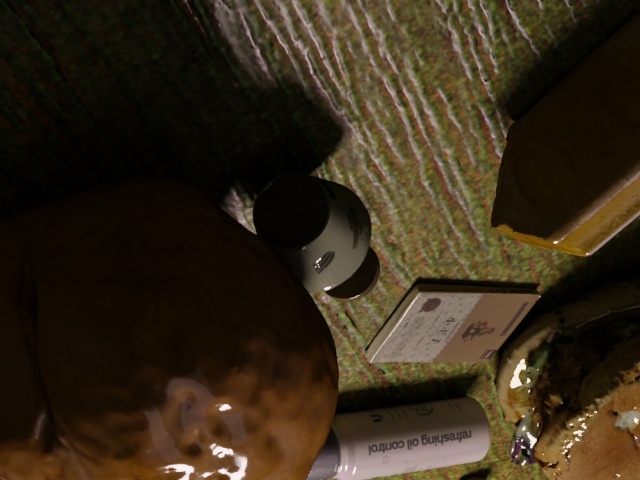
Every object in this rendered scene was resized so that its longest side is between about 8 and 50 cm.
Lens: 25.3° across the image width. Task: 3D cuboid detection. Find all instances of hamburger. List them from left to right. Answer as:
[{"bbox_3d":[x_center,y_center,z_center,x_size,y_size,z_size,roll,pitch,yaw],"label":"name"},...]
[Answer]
[{"bbox_3d":[0.378,0.197,1.880,0.276,0.195,0.318,-4,136,-23],"label":"hamburger"}]

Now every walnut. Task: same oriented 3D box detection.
[{"bbox_3d":[-0.165,0.118,1.356,0.354,0.308,0.398,3,150,24],"label":"walnut"}]

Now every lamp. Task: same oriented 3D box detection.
[{"bbox_3d":[0.000,0.000,1.475,0.121,0.121,0.214,-31,157,7],"label":"lamp"}]

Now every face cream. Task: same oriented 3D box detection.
[{"bbox_3d":[0.071,0.265,1.866,0.311,0.092,0.092,-4,138,-26],"label":"face cream"}]

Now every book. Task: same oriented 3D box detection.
[{"bbox_3d":[0.167,0.106,1.787,0.198,0.016,0.138,4,135,-35],"label":"book"}]

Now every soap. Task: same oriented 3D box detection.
[{"bbox_3d":[0.287,-0.093,1.490,0.257,0.160,0.080,-43,139,20],"label":"soap"}]

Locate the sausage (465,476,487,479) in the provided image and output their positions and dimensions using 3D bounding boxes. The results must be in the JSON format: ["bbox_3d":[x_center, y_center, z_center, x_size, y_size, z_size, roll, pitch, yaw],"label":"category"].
[{"bbox_3d":[0.204,0.475,2.230,0.065,0.066,0.301,-8,140,-23],"label":"sausage"}]
